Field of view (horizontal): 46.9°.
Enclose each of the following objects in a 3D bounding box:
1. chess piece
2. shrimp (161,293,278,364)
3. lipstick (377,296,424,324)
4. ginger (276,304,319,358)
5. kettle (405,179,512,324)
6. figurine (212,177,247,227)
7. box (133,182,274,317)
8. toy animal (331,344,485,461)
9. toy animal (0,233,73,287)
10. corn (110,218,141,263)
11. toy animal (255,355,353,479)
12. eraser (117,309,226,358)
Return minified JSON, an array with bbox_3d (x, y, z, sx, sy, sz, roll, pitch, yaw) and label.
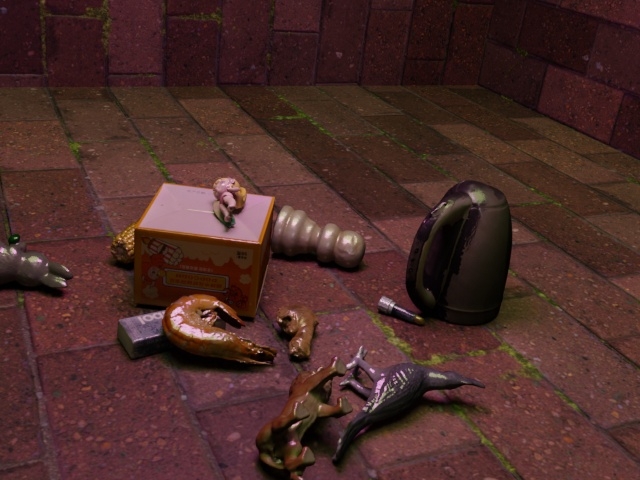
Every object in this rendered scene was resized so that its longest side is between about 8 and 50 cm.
[{"bbox_3d":[0.000,0.000,1.950,0.243,0.133,0.133,16,27,8],"label":"chess piece"},{"bbox_3d":[-0.205,0.191,1.523,0.248,0.068,0.150,27,47,-1],"label":"shrimp"},{"bbox_3d":[0.192,0.170,1.745,0.116,0.037,0.037,23,30,22],"label":"lipstick"},{"bbox_3d":[-0.055,0.188,1.603,0.096,0.067,0.165,27,25,-8],"label":"ginger"},{"bbox_3d":[0.320,0.017,1.756,0.320,0.324,0.228,-14,33,-37],"label":"kettle"},{"bbox_3d":[-0.202,-0.089,1.658,0.083,0.083,0.187,2,21,-11],"label":"figurine"},{"bbox_3d":[-0.266,0.022,1.728,0.283,0.214,0.260,6,29,1],"label":"box"},{"bbox_3d":[0.121,0.287,1.432,0.367,0.081,0.205,-16,32,-32],"label":"toy animal"},{"bbox_3d":[-0.687,0.065,1.686,0.236,0.138,0.108,28,-16,-8],"label":"toy animal"},{"bbox_3d":[-0.425,-0.026,1.919,0.101,0.102,0.310,18,32,22],"label":"corn"},{"bbox_3d":[-0.035,0.313,1.312,0.097,0.157,0.312,52,38,-6],"label":"toy animal"},{"bbox_3d":[-0.315,0.186,1.565,0.212,0.046,0.092,-11,32,-32],"label":"eraser"}]
